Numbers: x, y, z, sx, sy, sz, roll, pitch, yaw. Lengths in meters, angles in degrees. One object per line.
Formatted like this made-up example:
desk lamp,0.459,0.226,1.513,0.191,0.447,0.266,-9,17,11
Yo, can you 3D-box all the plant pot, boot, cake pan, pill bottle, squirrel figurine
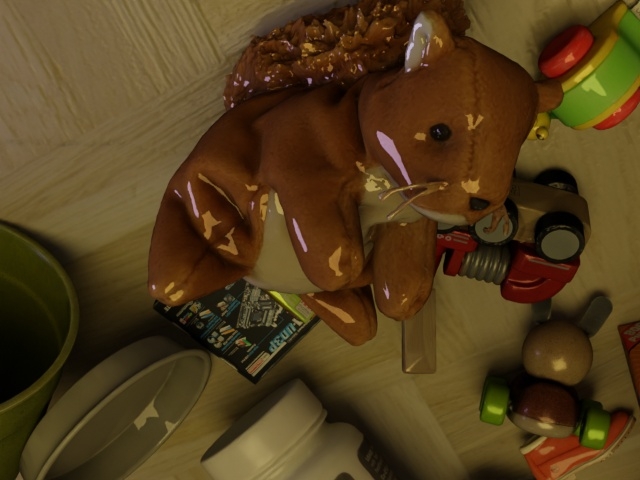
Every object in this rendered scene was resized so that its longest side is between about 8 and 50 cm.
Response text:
plant pot,-0.505,0.207,1.334,0.367,0.366,0.353,15,128,-3
boot,0.346,0.266,1.433,0.158,0.059,0.084,-37,82,5
cake pan,-0.264,0.232,1.358,0.054,0.293,0.293,42,116,18
pill bottle,0.022,0.371,1.396,0.204,0.204,0.361,-39,91,20
squirrel figurine,0.048,-0.122,1.076,0.281,0.397,0.370,22,143,-30

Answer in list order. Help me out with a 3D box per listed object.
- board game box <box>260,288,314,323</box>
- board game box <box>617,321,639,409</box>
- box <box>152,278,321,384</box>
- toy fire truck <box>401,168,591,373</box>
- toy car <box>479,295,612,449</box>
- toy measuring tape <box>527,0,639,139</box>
board game box,0.000,0.000,1.284,0.092,0.043,0.181,41,80,-13
board game box,0.595,0.291,1.258,0.357,0.356,0.356,-16,114,12
box,-0.081,0.058,1.365,0.175,0.051,0.220,38,113,-14
toy fire truck,0.188,0.038,1.293,0.217,0.158,0.246,14,128,-3
toy car,0.299,0.152,1.360,0.155,0.149,0.188,13,91,8
toy measuring tape,0.345,-0.219,1.162,0.330,0.121,0.121,-41,107,21
